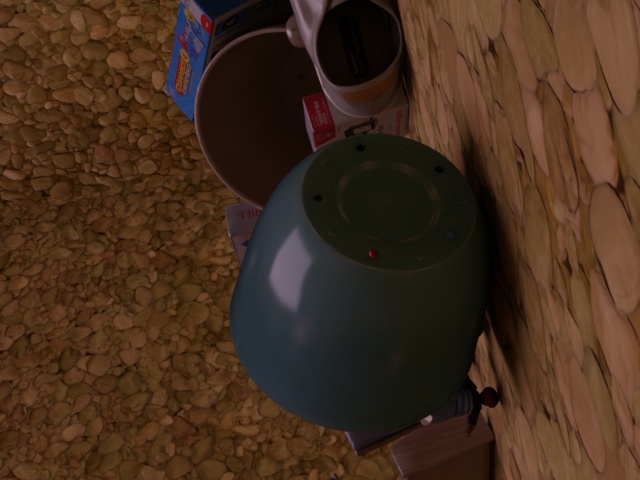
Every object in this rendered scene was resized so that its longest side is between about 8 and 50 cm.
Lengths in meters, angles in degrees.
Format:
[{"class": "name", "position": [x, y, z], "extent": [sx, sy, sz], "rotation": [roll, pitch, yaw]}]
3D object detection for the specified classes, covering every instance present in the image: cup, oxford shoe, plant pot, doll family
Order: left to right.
[{"class": "cup", "position": [-0.019, -0.234, 1.910], "extent": [0.237, 0.331, 0.331], "rotation": [-57, -41, -59]}, {"class": "oxford shoe", "position": [0.008, -0.390, 1.550], "extent": [0.130, 0.169, 0.449], "rotation": [-21, -88, -88]}, {"class": "plant pot", "position": [0.054, 0.027, 1.210], "extent": [0.235, 0.293, 0.293], "rotation": [102, 159, -53]}, {"class": "doll family", "position": [0.160, 0.143, 1.364], "extent": [0.076, 0.111, 0.192], "rotation": [6, 98, 53]}]

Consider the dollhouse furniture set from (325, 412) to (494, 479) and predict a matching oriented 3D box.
[{"class": "dollhouse furniture set", "position": [0.083, 0.258, 1.639], "extent": [0.198, 0.287, 0.303], "rotation": [80, 166, -51]}]

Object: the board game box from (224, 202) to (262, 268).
[{"class": "board game box", "position": [0.000, 0.000, 2.084], "extent": [0.318, 0.319, 0.065], "rotation": [83, 175, -65]}]

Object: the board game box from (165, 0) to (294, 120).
[{"class": "board game box", "position": [-0.112, -0.385, 1.940], "extent": [0.086, 0.308, 0.302], "rotation": [50, 153, 13]}]

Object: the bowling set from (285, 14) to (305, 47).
[{"class": "bowling set", "position": [0.020, -0.442, 1.722], "extent": [0.200, 0.154, 0.286], "rotation": [-30, -72, -72]}]

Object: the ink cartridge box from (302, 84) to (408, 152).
[{"class": "ink cartridge box", "position": [0.055, -0.187, 1.673], "extent": [0.109, 0.151, 0.063], "rotation": [81, 172, -69]}]

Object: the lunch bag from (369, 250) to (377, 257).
[{"class": "lunch bag", "position": [0.131, 0.043, 1.548], "extent": [0.258, 0.120, 0.293], "rotation": [-118, 13, -70]}]

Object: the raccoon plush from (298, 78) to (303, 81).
[{"class": "raccoon plush", "position": [-0.088, -0.207, 2.224], "extent": [0.299, 0.447, 0.216], "rotation": [-72, -14, -66]}]
